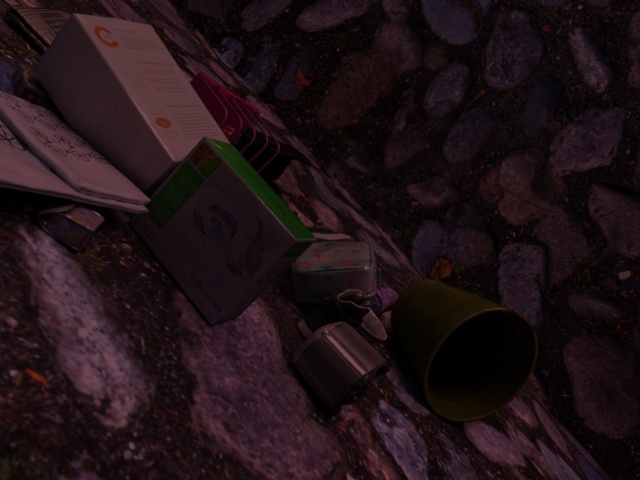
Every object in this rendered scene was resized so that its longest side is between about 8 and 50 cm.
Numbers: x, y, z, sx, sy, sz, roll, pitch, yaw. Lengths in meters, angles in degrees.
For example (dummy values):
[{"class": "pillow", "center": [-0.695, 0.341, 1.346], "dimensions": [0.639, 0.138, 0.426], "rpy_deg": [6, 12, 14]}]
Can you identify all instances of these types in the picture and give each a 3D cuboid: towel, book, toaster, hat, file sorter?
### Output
[{"class": "towel", "center": [-0.609, -0.480, 1.555], "dimensions": [0.324, 0.056, 0.312], "rpy_deg": [46, 13, -12]}, {"class": "book", "center": [-0.799, -0.600, 1.420], "dimensions": [0.144, 0.035, 0.096], "rpy_deg": [37, 13, -26]}, {"class": "toaster", "center": [0.038, 0.257, 1.226], "dimensions": [0.146, 0.129, 0.227], "rpy_deg": [46, 15, 17]}, {"class": "hat", "center": [-0.201, -0.297, 2.109], "dimensions": [0.331, 0.133, 0.331], "rpy_deg": [26, 10, -5]}, {"class": "file sorter", "center": [-0.284, -0.304, 1.730], "dimensions": [0.182, 0.202, 0.291], "rpy_deg": [54, 15, 25]}]

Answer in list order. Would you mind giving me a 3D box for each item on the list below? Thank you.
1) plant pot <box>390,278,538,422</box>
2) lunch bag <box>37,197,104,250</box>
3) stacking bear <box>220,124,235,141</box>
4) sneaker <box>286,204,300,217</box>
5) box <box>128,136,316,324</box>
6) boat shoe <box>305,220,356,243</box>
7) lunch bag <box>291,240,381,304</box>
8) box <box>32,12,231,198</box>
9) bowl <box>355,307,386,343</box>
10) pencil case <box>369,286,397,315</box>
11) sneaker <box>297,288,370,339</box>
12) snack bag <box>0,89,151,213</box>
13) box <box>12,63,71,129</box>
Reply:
[{"class": "plant pot", "center": [0.392, 0.294, 1.811], "dimensions": [0.366, 0.366, 0.353], "rpy_deg": [38, 3, -29]}, {"class": "lunch bag", "center": [-0.391, -0.032, 0.933], "dimensions": [0.083, 0.053, 0.071], "rpy_deg": [33, 15, -13]}, {"class": "stacking bear", "center": [-0.380, -0.263, 1.430], "dimensions": [0.289, 0.175, 0.164], "rpy_deg": [33, -25, -11]}, {"class": "sneaker", "center": [-0.128, -0.076, 1.775], "dimensions": [0.064, 0.086, 0.192], "rpy_deg": [52, 15, 23]}, {"class": "box", "center": [-0.185, -0.018, 1.126], "dimensions": [0.262, 0.231, 0.127], "rpy_deg": [49, 13, 11]}, {"class": "boat shoe", "center": [-0.002, 0.003, 1.883], "dimensions": [0.306, 0.113, 0.105], "rpy_deg": [1, 38, -50]}, {"class": "lunch bag", "center": [0.043, 0.081, 1.554], "dimensions": [0.279, 0.224, 0.107], "rpy_deg": [-77, 166, -74]}, {"class": "box", "center": [-0.373, -0.261, 1.217], "dimensions": [0.345, 0.168, 0.215], "rpy_deg": [56, 29, 5]}, {"class": "bowl", "center": [0.088, 0.220, 1.575], "dimensions": [0.170, 0.080, 0.170], "rpy_deg": [43, 13, -12]}, {"class": "pencil case", "center": [0.190, 0.194, 1.940], "dimensions": [0.088, 0.086, 0.206], "rpy_deg": [62, 16, 10]}, {"class": "sneaker", "center": [0.081, 0.213, 1.404], "dimensions": [0.226, 0.163, 0.086], "rpy_deg": [40, 13, -28]}, {"class": "snack bag", "center": [-0.481, -0.165, 0.975], "dimensions": [0.323, 0.037, 0.342], "rpy_deg": [41, 11, 20]}, {"class": "box", "center": [-0.532, -0.275, 1.248], "dimensions": [0.207, 0.036, 0.114], "rpy_deg": [32, 20, -46]}]
